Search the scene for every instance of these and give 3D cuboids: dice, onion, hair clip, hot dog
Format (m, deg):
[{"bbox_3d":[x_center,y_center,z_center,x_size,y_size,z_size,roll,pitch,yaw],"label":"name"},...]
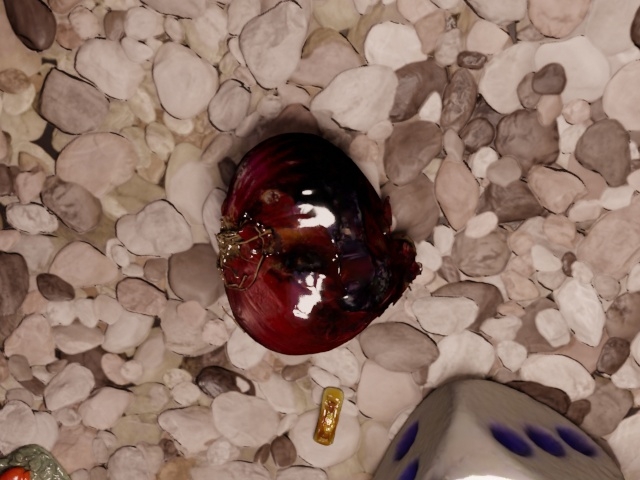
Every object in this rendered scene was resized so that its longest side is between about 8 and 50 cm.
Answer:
[{"bbox_3d":[0.221,0.343,1.356,0.259,0.251,0.243,31,108,-4],"label":"dice"},{"bbox_3d":[-0.020,0.001,1.296,0.280,0.221,0.281,-1,94,-20],"label":"onion"},{"bbox_3d":[-0.512,0.425,1.546,0.321,0.091,0.138,-34,99,14],"label":"hair clip"},{"bbox_3d":[0.011,0.250,1.463,0.030,0.034,0.090,13,110,3],"label":"hot dog"}]
